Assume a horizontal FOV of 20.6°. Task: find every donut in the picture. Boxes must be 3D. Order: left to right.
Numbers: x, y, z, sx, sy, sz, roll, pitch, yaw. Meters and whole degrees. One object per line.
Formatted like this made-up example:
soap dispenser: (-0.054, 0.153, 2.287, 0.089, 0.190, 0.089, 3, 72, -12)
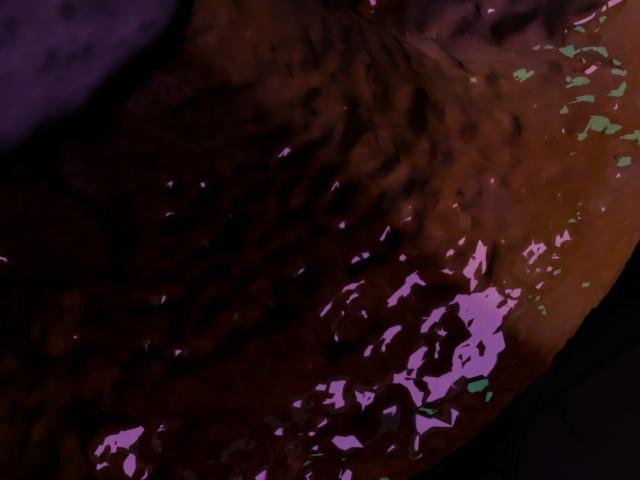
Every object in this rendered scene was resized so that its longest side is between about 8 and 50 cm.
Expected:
donut: (0.000, 0.000, 0.421, 0.295, 0.112, 0.151, -47, 147, 5)

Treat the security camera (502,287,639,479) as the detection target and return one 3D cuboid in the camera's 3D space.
security camera: (0.114, 0.142, 0.646, 0.277, 0.197, 0.191, -61, -174, 19)
